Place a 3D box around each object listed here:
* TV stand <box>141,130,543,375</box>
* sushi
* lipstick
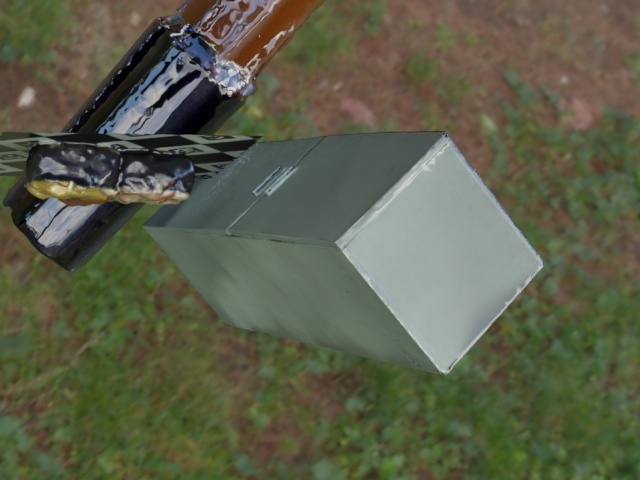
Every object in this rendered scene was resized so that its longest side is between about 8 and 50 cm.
[{"bbox_3d":[0.000,0.000,0.856,0.083,0.269,0.088,-46,110,-17],"label":"TV stand"},{"bbox_3d":[-0.096,-0.027,0.755,0.120,0.126,0.026,-1,84,-16],"label":"sushi"},{"bbox_3d":[-0.037,-0.151,0.982,0.077,0.418,0.077,42,8,-7],"label":"lipstick"}]
